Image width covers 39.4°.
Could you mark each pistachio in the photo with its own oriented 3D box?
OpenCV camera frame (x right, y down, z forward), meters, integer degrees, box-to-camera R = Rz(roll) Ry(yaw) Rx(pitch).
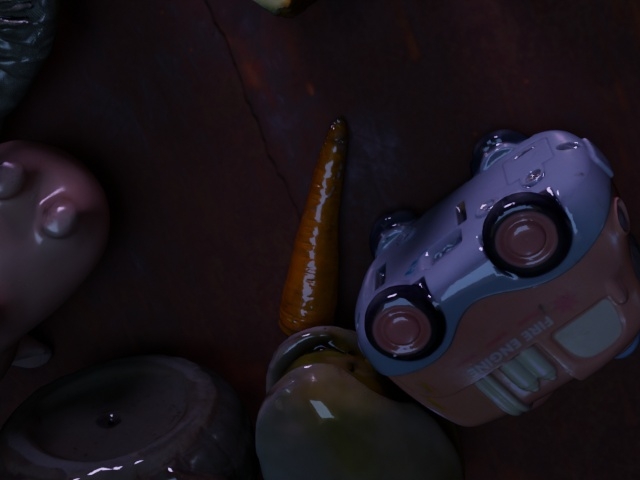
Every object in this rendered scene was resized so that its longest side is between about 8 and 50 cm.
[{"bbox_3d":[0.040,0.220,0.921,0.197,0.166,0.288,-31,106,13],"label":"pistachio"}]

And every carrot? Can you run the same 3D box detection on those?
[{"bbox_3d":[0.000,0.000,0.930,0.061,0.061,0.256,12,107,8],"label":"carrot"}]

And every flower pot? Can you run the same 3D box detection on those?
[{"bbox_3d":[-0.199,0.269,0.925,0.302,0.302,0.213,0,116,12],"label":"flower pot"}]

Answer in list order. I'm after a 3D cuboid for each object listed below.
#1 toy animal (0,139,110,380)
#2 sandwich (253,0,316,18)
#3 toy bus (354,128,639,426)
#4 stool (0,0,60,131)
[{"bbox_3d":[-0.367,0.037,0.942,0.326,0.269,0.237,-44,95,-12],"label":"toy animal"},{"bbox_3d":[-0.022,-0.291,0.780,0.117,0.187,0.144,32,117,0],"label":"sandwich"},{"bbox_3d":[0.178,0.050,0.841,0.288,0.194,0.232,-37,104,19],"label":"toy bus"},{"bbox_3d":[-0.451,-0.216,0.835,0.310,0.226,0.310,47,126,1],"label":"stool"}]
